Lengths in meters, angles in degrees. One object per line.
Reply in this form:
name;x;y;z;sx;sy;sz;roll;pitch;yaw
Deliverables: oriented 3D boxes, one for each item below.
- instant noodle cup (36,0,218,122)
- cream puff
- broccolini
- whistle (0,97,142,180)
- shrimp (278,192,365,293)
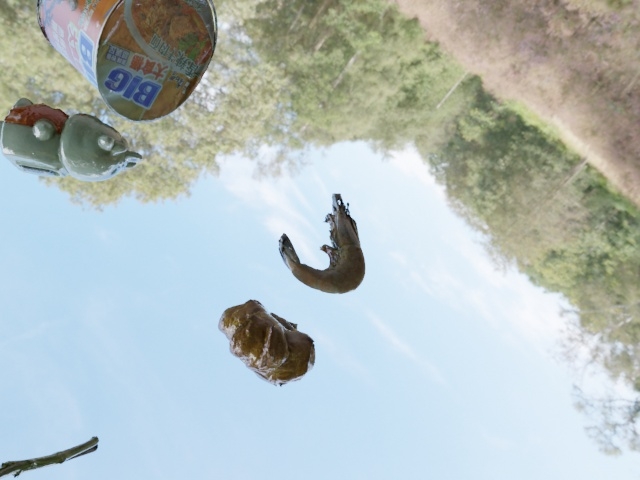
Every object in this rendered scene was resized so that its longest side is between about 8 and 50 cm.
instant noodle cup;-0.378;-0.407;1.009;0.214;0.296;0.296;35;-161;17
cream puff;-0.131;0.263;1.311;0.269;0.154;0.241;31;-178;-21
broccolini;-0.306;0.229;0.524;0.044;0.042;0.218;57;-172;13
whistle;-0.373;-0.136;0.719;0.254;0.101;0.105;7;-134;-4
shrimp;0.000;0.000;0.907;0.152;0.046;0.219;6;-128;-11
